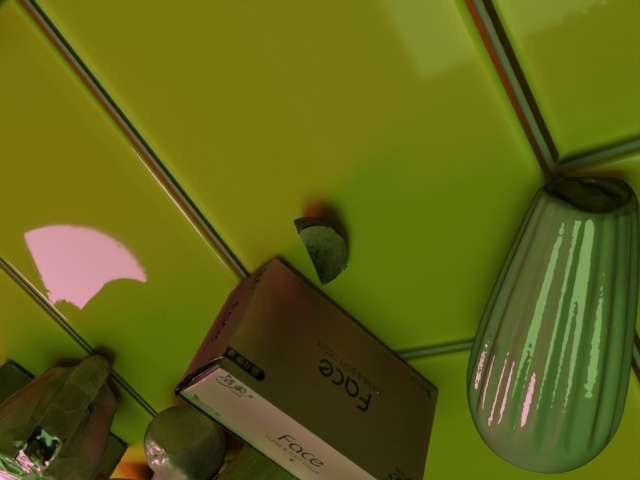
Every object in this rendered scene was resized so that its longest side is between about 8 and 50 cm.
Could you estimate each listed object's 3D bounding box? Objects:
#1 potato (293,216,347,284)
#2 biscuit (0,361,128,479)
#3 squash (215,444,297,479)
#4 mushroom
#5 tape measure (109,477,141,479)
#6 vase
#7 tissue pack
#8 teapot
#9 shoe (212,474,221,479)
[{"bbox_3d":[0.001,-0.001,0.563,0.037,0.036,0.093,-26,143,-3],"label":"potato"},{"bbox_3d":[-0.437,0.313,0.934,0.250,0.147,0.046,41,134,-16],"label":"biscuit"},{"bbox_3d":[-0.085,0.312,0.734,0.137,0.287,0.137,41,155,24],"label":"squash"},{"bbox_3d":[-0.200,0.327,0.867,0.103,0.118,0.270,51,141,29],"label":"mushroom"},{"bbox_3d":[-0.265,0.499,1.048,0.207,0.115,0.235,-10,132,30],"label":"tape measure"},{"bbox_3d":[0.190,0.069,0.484,0.128,0.128,0.248,9,122,16],"label":"vase"},{"bbox_3d":[-0.002,0.151,0.614,0.246,0.148,0.092,40,131,-15],"label":"tissue pack"},{"bbox_3d":[-0.376,0.249,0.835,0.163,0.178,0.221,15,138,8],"label":"teapot"},{"bbox_3d":[-0.016,0.454,0.857,0.384,0.171,0.237,21,121,-14],"label":"shoe"}]
